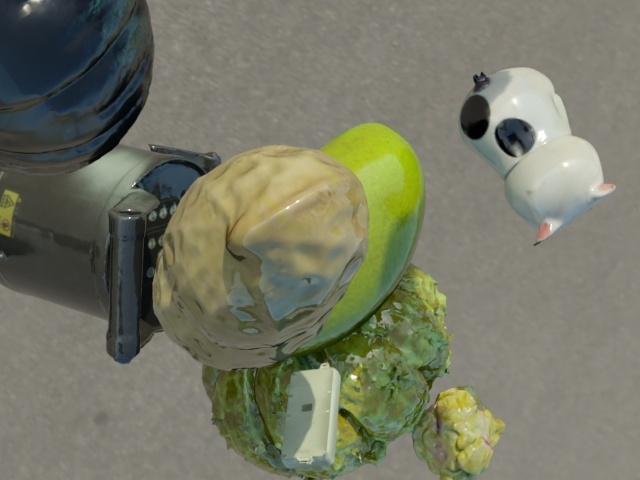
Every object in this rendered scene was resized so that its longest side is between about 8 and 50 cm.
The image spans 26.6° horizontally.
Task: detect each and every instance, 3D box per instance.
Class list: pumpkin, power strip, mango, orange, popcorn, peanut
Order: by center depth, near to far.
[{"bbox_3d":[-0.168,-0.117,0.672,0.150,0.194,0.194,-43,135,5],"label":"pumpkin"},{"bbox_3d":[-0.038,0.013,0.877,0.136,0.120,0.298,-40,177,-14],"label":"peanut"},{"bbox_3d":[-0.007,0.137,1.051,0.016,0.040,0.090,62,26,-46],"label":"power strip"},{"bbox_3d":[0.001,0.009,1.371,0.273,0.149,0.185,-32,112,-18],"label":"mango"},{"bbox_3d":[0.015,0.134,1.565,0.301,0.300,0.223,-37,125,8],"label":"orange"},{"bbox_3d":[0.159,0.227,1.580,0.089,0.096,0.109,-18,103,-56],"label":"popcorn"}]

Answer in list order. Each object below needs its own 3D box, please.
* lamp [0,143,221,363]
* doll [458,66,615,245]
[{"bbox_3d":[-0.267,-0.013,1.566,0.374,0.272,0.205,-45,140,-69],"label":"lamp"},{"bbox_3d":[0.219,-0.091,1.395,0.110,0.181,0.107,-38,162,18],"label":"doll"}]
